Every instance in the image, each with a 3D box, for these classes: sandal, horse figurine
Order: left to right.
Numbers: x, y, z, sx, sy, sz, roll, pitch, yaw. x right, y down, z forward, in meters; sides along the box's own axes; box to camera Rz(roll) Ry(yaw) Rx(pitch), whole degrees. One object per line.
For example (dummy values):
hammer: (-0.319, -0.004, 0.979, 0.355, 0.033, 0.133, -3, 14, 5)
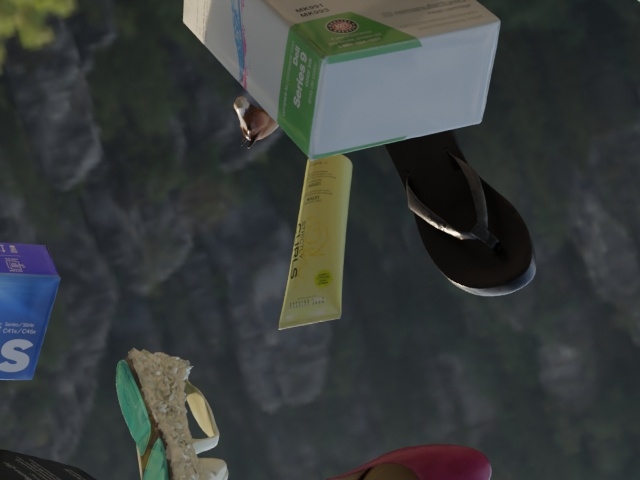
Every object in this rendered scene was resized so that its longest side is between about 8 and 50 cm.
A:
horse figurine: (-0.021, -0.245, 1.734, 0.066, 0.174, 0.263, 8, -140, 32)
sandal: (0.124, -0.049, 1.513, 0.097, 0.254, 0.054, -35, 151, 8)

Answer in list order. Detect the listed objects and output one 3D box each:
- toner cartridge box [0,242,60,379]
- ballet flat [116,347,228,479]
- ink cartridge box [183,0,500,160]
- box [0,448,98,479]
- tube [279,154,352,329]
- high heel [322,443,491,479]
toner cartridge box: (-0.503, 0.083, 1.831, 0.348, 0.075, 0.165, 3, 121, -28)
ballet flat: (-0.206, 0.311, 2.246, 0.147, 0.409, 0.147, -10, 134, -10)
ink cartridge box: (0.010, -0.164, 1.150, 0.154, 0.212, 0.093, -14, 130, -27)
box: (-0.296, 0.309, 1.380, 0.312, 0.179, 0.343, 23, 177, -39)
tube: (0.000, 0.000, 1.951, 0.062, 0.240, 0.070, 14, 151, -11)
high heel: (0.042, 0.350, 1.923, 0.377, 0.127, 0.181, -24, 170, -1)
